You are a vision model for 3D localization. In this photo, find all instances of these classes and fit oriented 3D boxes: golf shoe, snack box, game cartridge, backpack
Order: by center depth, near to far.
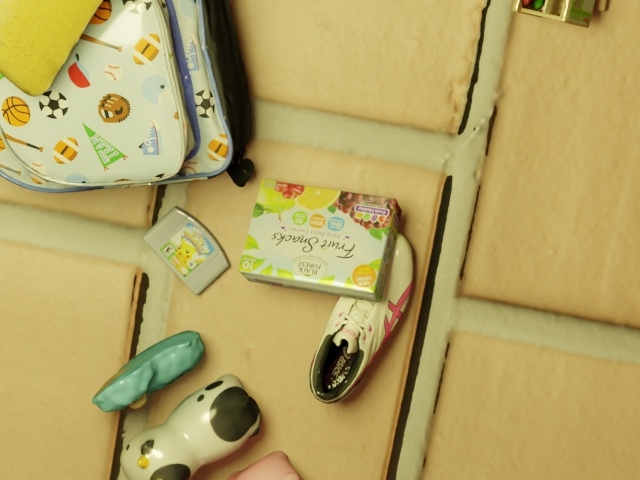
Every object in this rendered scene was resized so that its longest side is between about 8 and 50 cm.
[{"bbox_3d":[-0.218,-0.159,1.613,0.263,0.213,0.277,-6,102,18],"label":"backpack"},{"bbox_3d":[0.000,0.000,1.661,0.141,0.037,0.100,8,74,17],"label":"snack box"},{"bbox_3d":[0.044,0.079,1.680,0.067,0.086,0.186,22,100,2],"label":"golf shoe"},{"bbox_3d":[-0.134,0.008,1.721,0.056,0.017,0.083,-43,93,7],"label":"game cartridge"}]

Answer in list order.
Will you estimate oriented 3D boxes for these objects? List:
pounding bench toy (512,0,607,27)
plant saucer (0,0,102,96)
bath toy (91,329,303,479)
[{"bbox_3d":[0.232,-0.237,1.624,0.065,0.083,0.052,18,100,35],"label":"pounding bench toy"},{"bbox_3d":[-0.286,-0.345,1.429,0.333,0.081,0.333,49,122,18],"label":"plant saucer"},{"bbox_3d":[-0.086,0.262,1.704,0.151,0.129,0.348,-38,95,10],"label":"bath toy"}]
